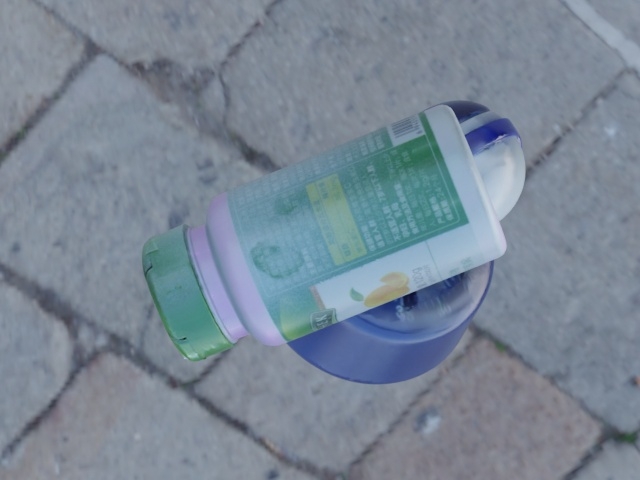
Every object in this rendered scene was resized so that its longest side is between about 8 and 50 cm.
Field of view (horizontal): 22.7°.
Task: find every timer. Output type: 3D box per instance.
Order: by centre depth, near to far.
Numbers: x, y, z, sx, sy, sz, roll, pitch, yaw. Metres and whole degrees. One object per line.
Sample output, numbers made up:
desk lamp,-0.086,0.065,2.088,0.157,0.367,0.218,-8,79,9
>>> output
timer,0.104,-0.028,1.722,0.270,0.270,0.383,6,154,-17

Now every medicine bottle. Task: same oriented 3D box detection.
medicine bottle,0.000,0.000,1.272,0.274,0.133,0.133,-21,120,5
